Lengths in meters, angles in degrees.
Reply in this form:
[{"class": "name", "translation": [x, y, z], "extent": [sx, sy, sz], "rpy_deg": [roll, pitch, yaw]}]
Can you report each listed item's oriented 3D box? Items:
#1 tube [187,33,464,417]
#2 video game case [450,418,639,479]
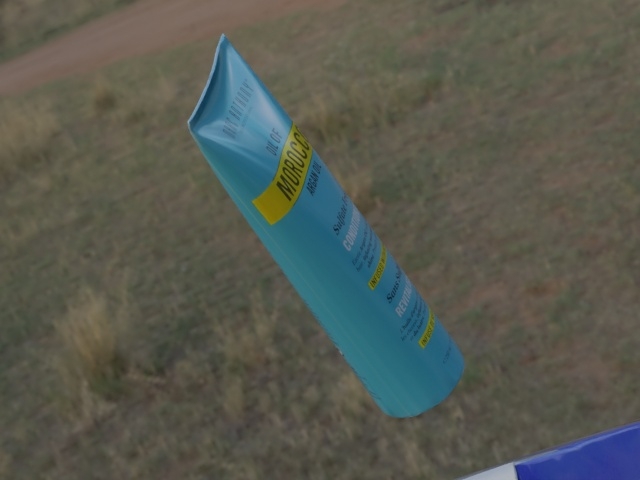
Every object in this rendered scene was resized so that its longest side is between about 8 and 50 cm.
[{"class": "tube", "translation": [0.000, 0.000, 0.641], "extent": [0.052, 0.207, 0.080], "rpy_deg": [-25, 29, 20]}, {"class": "video game case", "translation": [0.121, 0.164, 0.787], "extent": [0.269, 0.061, 0.244], "rpy_deg": [-6, -17, -44]}]
